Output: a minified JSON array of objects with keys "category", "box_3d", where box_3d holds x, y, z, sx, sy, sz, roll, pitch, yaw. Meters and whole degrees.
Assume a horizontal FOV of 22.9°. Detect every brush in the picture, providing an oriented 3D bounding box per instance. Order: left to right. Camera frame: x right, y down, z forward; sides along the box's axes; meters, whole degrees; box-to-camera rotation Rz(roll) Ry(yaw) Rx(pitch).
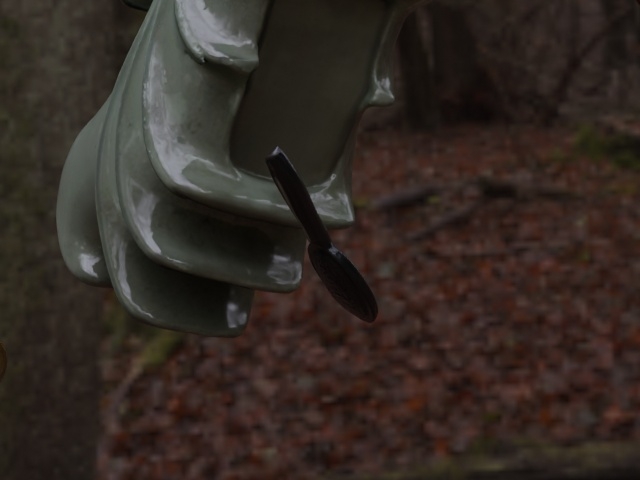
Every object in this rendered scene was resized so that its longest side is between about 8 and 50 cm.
[{"category":"brush","box_3d":[0.000,0.000,0.518,0.024,0.083,0.008,21,60,42]}]

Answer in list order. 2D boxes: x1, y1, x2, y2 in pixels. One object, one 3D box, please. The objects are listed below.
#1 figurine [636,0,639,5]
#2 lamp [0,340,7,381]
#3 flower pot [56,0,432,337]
[{"category":"figurine","box_3d":[0.221,-0.093,0.415,0.226,0.183,0.160,-37,-13,5]},{"category":"lamp","box_3d":[-0.265,0.048,0.844,0.161,0.185,0.161,-17,43,16]},{"category":"flower pot","box_3d":[-0.062,-0.114,1.077,0.164,0.368,0.254,11,14,-33]}]
